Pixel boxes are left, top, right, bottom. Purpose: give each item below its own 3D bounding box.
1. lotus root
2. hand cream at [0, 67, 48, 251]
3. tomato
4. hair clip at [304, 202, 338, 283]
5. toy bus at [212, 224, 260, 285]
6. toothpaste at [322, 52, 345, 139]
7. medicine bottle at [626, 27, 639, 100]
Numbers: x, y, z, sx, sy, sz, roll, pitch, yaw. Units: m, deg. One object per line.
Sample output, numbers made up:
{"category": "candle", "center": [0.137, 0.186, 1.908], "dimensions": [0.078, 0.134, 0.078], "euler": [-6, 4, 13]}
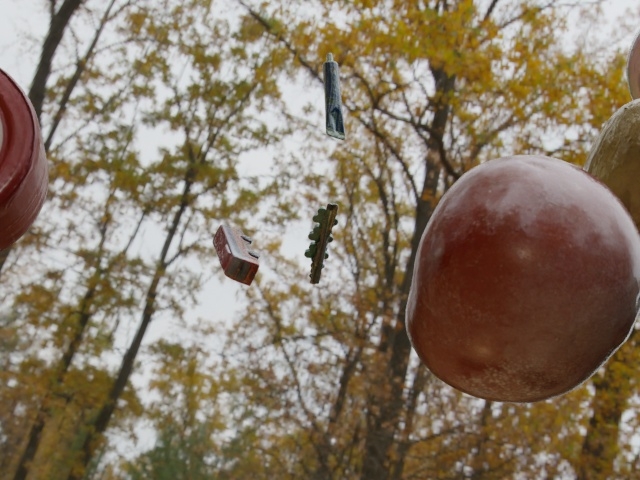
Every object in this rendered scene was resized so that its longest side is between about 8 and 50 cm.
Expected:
{"category": "lotus root", "center": [0.470, -0.115, 1.148], "dimensions": [0.183, 0.310, 0.183], "euler": [19, -1, 0]}
{"category": "hand cream", "center": [-0.365, -0.080, 0.795], "dimensions": [0.193, 0.193, 0.125], "euler": [19, -20, -6]}
{"category": "tomato", "center": [0.221, 0.043, 0.869], "dimensions": [0.227, 0.270, 0.270], "euler": [26, -22, 29]}
{"category": "hair clip", "center": [-0.001, 0.000, 1.433], "dimensions": [0.049, 0.049, 0.173], "euler": [15, -56, 1]}
{"category": "toy bus", "center": [-0.187, 0.030, 1.796], "dimensions": [0.077, 0.065, 0.192], "euler": [19, 17, -23]}
{"category": "toothpaste", "center": [0.026, -0.306, 1.730], "dimensions": [0.057, 0.197, 0.035], "euler": [13, -24, -44]}
{"category": "medicine bottle", "center": [0.714, -0.336, 1.555], "dimensions": [0.253, 0.241, 0.252], "euler": [6, -73, 20]}
